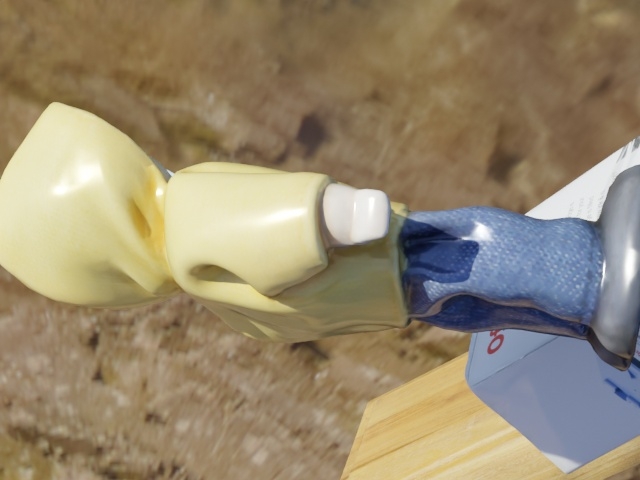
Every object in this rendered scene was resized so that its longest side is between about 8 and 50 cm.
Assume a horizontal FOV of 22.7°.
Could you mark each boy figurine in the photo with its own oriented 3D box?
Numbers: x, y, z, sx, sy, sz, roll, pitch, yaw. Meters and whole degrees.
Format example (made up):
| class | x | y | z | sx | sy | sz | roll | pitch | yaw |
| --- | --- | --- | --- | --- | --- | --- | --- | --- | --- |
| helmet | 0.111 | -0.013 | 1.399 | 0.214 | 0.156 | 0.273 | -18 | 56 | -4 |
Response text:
| class | x | y | z | sx | sy | sz | roll | pitch | yaw |
| --- | --- | --- | --- | --- | --- | --- | --- | --- | --- |
| boy figurine | 0.000 | 0.000 | 0.695 | 0.285 | 0.177 | 0.092 | 8 | 82 | 12 |

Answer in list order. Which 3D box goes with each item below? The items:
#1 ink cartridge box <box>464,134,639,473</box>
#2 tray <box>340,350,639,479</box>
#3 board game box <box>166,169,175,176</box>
| class | x | y | z | sx | sy | sz | roll | pitch | yaw |
| --- | --- | --- | --- | --- | --- | --- | --- | --- | --- |
| ink cartridge box | 0.175 | 0.011 | 0.802 | 0.082 | 0.191 | 0.139 | 40 | 36 | -17 |
| tray | 0.199 | 0.131 | 1.350 | 0.411 | 0.203 | 0.076 | -29 | 107 | 26 |
| board game box | -0.063 | -0.006 | 1.114 | 0.090 | 0.090 | 0.020 | 28 | 78 | 27 |
